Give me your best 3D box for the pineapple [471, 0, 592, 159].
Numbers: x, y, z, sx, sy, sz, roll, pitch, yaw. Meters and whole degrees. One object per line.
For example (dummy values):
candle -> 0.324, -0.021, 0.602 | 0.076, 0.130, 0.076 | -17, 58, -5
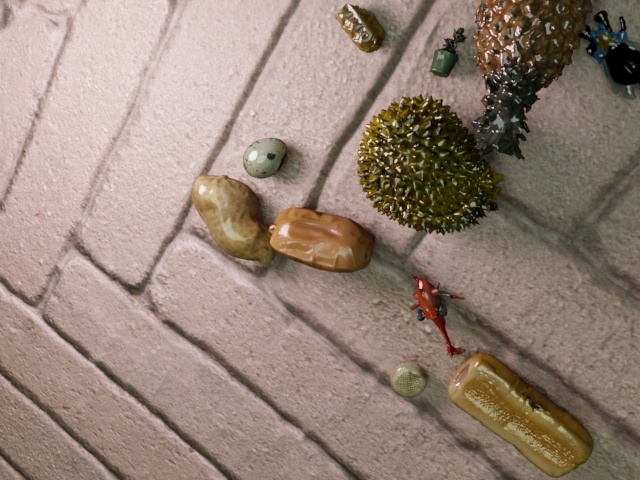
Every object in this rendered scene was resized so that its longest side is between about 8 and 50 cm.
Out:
pineapple -> 0.355, -0.321, 1.107 | 0.201, 0.202, 0.362 | 14, 83, 16

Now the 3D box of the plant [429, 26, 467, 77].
plant -> 0.257, -0.382, 1.250 | 0.051, 0.051, 0.102 | 24, 95, 13

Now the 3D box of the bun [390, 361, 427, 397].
bun -> 0.200, 0.310, 1.409 | 0.086, 0.055, 0.086 | 3, 112, 8

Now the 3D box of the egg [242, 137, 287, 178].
egg -> -0.124, -0.187, 1.401 | 0.110, 0.085, 0.085 | -32, 90, 9

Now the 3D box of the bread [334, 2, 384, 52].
bread -> 0.088, -0.441, 1.290 | 0.066, 0.060, 0.110 | -37, 87, -9

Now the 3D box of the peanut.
peanut -> -0.197, -0.049, 1.435 | 0.137, 0.122, 0.253 | -30, 93, 15

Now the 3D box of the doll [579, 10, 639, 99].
doll -> 0.559, -0.332, 1.146 | 0.096, 0.070, 0.195 | -43, 78, 37

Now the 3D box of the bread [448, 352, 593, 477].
bread -> 0.422, 0.367, 1.323 | 0.305, 0.091, 0.142 | 38, 118, 8

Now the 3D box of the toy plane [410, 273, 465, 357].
toy plane -> 0.248, 0.171, 1.357 | 0.126, 0.077, 0.194 | 5, 112, 27

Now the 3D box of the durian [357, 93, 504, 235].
durian -> 0.202, -0.137, 1.225 | 0.258, 0.258, 0.293 | -42, 98, 21

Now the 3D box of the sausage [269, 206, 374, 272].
sausage -> 0.000, -0.001, 1.374 | 0.241, 0.136, 0.120 | 15, 112, 20
